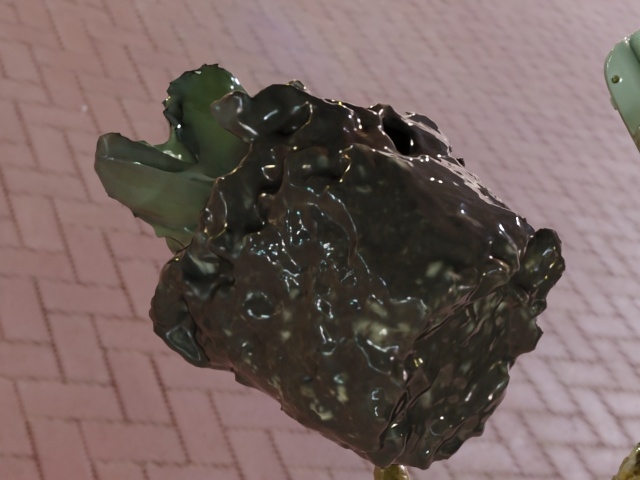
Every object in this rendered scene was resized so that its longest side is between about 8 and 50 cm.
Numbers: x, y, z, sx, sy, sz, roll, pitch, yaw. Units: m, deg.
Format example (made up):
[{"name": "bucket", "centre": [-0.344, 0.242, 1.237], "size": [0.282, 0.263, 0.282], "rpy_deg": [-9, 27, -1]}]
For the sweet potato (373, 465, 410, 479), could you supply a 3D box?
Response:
[{"name": "sweet potato", "centre": [0.037, 0.257, 0.908], "size": [0.059, 0.069, 0.249], "rpy_deg": [37, 45, -51]}]

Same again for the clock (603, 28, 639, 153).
[{"name": "clock", "centre": [0.321, -0.117, 1.006], "size": [0.151, 0.191, 0.062], "rpy_deg": [62, 17, 1]}]

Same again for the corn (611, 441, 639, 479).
[{"name": "corn", "centre": [0.249, 0.180, 0.563], "size": [0.106, 0.106, 0.293], "rpy_deg": [-7, 36, -46]}]

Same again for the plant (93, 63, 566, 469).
[{"name": "plant", "centre": [0.000, 0.000, 0.589], "size": [0.203, 0.131, 0.142], "rpy_deg": [31, 20, 33]}]
